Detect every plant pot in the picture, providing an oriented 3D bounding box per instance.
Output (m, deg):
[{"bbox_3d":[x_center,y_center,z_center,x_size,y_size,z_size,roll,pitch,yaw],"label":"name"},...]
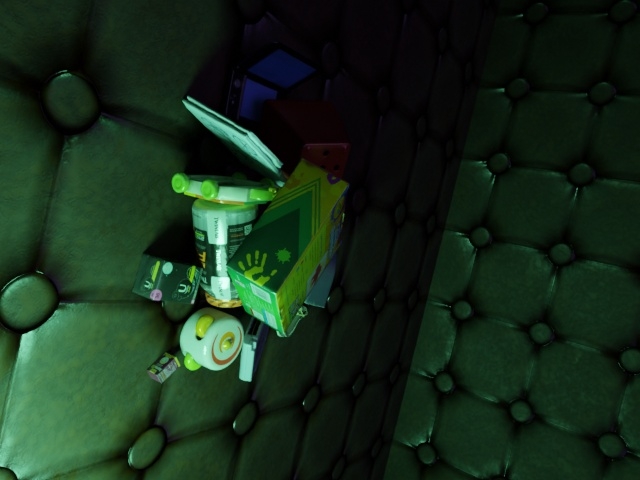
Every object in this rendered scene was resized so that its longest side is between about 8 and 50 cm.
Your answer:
[{"bbox_3d":[-0.047,-0.301,1.764,0.267,0.235,0.267,-7,129,-31],"label":"plant pot"},{"bbox_3d":[-0.073,0.076,1.907,0.252,0.248,0.247,-65,160,-4],"label":"plant pot"}]

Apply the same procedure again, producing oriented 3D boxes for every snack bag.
[{"bbox_3d":[-0.223,-0.276,1.569,0.037,0.323,0.342,-53,144,-6],"label":"snack bag"}]

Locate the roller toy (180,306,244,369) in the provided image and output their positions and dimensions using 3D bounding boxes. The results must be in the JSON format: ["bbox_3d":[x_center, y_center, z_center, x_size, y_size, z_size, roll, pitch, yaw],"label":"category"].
[{"bbox_3d":[-0.359,0.330,1.762,0.191,0.146,0.209,-13,113,-55],"label":"roller toy"}]

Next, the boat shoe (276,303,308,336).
[{"bbox_3d":[-0.094,0.266,2.192,0.109,0.091,0.304,37,71,-56],"label":"boat shoe"}]

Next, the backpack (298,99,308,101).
[{"bbox_3d":[-0.067,-0.411,1.944,0.152,0.115,0.181,24,83,-45],"label":"backpack"}]

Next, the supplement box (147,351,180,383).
[{"bbox_3d":[-0.499,0.405,1.663,0.083,0.055,0.043,-46,136,-39],"label":"supplement box"}]

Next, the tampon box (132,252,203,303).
[{"bbox_3d":[-0.456,0.116,1.569,0.161,0.102,0.120,18,87,-57],"label":"tampon box"}]

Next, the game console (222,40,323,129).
[{"bbox_3d":[-0.152,-0.492,1.727,0.293,0.174,0.250,3,99,-57],"label":"game console"}]

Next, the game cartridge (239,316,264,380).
[{"bbox_3d":[-0.237,0.363,1.920,0.294,0.060,0.195,-74,171,-61],"label":"game cartridge"}]

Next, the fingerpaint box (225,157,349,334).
[{"bbox_3d":[-0.086,0.036,1.543,0.371,0.163,0.444,-57,169,-19],"label":"fingerpaint box"}]

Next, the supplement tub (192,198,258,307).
[{"bbox_3d":[-0.298,0.030,1.680,0.207,0.207,0.337,-26,123,-50],"label":"supplement tub"}]

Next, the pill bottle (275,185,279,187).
[{"bbox_3d":[-0.152,-0.203,1.915,0.169,0.094,0.094,-35,130,-45],"label":"pill bottle"}]

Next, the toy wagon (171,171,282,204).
[{"bbox_3d":[-0.253,-0.152,1.545,0.267,0.345,0.068,-12,113,-55],"label":"toy wagon"}]
